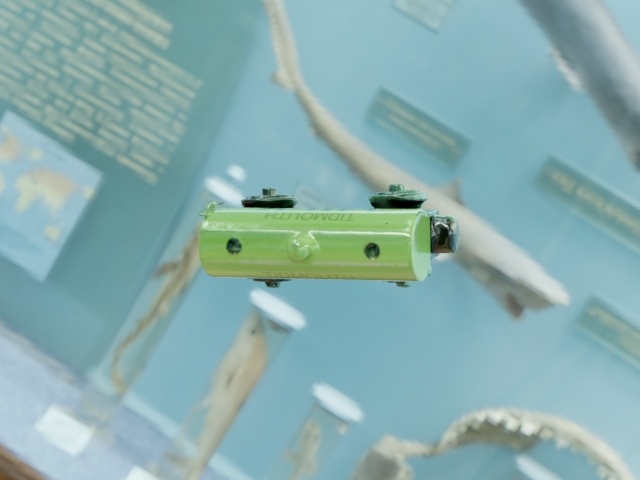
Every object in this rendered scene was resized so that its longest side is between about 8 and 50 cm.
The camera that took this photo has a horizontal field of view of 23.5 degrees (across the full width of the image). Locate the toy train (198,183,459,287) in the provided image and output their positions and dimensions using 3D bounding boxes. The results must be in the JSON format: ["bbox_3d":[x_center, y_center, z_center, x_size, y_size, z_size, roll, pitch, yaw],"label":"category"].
[{"bbox_3d":[0.000,0.000,1.478,0.253,0.105,0.157,1,5,17],"label":"toy train"}]
